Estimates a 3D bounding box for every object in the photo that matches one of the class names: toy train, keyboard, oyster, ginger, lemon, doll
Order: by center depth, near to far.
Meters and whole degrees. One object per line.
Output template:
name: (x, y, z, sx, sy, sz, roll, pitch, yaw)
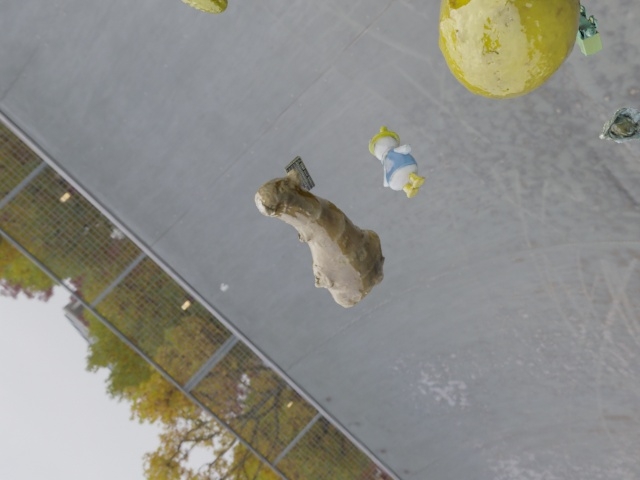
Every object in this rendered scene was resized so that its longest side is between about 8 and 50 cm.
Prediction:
ginger: (0.000, 0.000, 0.840, 0.086, 0.131, 0.294, 19, 167, 45)
lemon: (0.346, -0.400, 1.046, 0.260, 0.260, 0.284, 37, 143, 45)
toy train: (0.578, -0.463, 1.243, 0.081, 0.050, 0.122, 52, -157, -33)
oyster: (0.707, -0.263, 1.321, 0.100, 0.098, 0.037, 24, 177, -15)
keyboard: (-0.049, -0.153, 1.368, 0.015, 0.049, 0.129, 40, 170, 29)
doll: (0.208, -0.229, 1.604, 0.135, 0.098, 0.241, 69, 180, -54)

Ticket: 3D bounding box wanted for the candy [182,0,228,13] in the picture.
candy: (-0.270, -0.526, 1.128, 0.199, 0.094, 0.106, 27, 171, -36)
